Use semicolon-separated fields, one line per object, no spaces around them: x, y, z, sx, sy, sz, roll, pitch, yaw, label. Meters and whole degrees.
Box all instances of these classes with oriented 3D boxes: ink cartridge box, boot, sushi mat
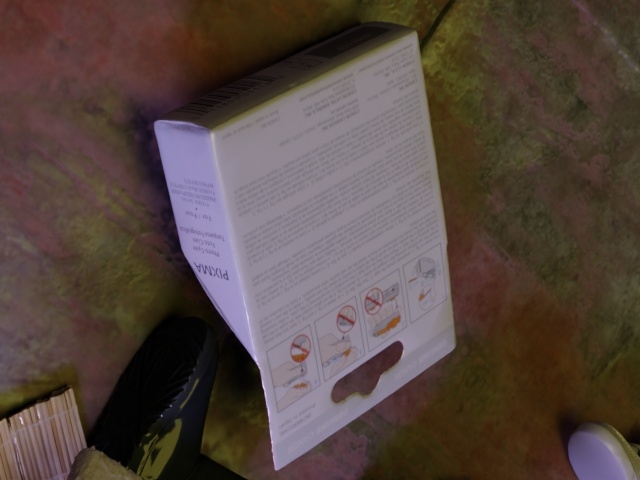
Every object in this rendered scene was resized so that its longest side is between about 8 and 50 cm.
0.000;0.000;1.737;0.308;0.091;0.385;-30;122;-39;ink cartridge box
0.410;0.291;2.171;0.123;0.095;0.258;-49;135;-23;boot
-0.129;0.224;1.721;0.207;0.094;0.246;37;77;-42;boot
-0.280;0.312;1.676;0.151;0.019;0.316;-25;117;-31;sushi mat

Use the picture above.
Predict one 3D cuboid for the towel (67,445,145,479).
-0.162;0.340;1.603;0.282;0.049;0.187;41;51;-35;towel
